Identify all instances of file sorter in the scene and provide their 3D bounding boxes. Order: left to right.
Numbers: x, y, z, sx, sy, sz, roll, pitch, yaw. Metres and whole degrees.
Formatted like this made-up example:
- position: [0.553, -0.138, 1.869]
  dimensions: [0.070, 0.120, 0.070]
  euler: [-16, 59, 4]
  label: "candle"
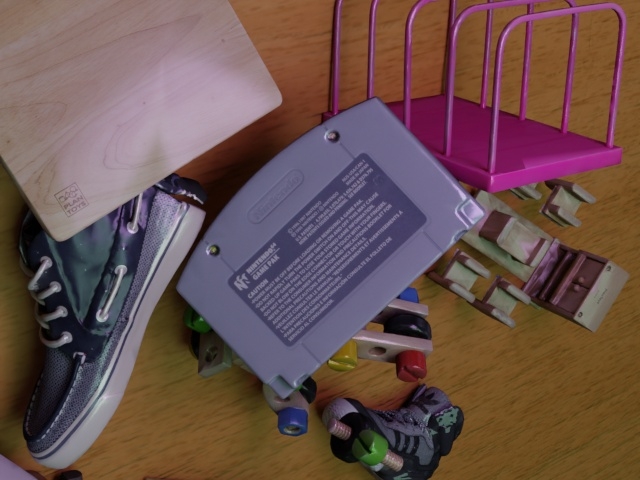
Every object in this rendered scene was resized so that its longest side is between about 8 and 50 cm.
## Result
- position: [0.169, -0.193, 1.225]
  dimensions: [0.202, 0.291, 0.182]
  euler: [-14, 116, -33]
  label: "file sorter"

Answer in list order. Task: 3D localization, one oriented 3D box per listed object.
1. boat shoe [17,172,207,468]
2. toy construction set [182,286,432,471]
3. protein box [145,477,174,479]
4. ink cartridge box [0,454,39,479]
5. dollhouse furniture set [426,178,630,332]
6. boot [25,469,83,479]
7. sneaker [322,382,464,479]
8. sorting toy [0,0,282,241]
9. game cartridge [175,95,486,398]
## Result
- position: [-0.263, 0.061, 1.132]
  dimensions: [0.158, 0.127, 0.340]
  euler: [28, 85, -36]
  label: "boat shoe"
- position: [-0.016, 0.076, 1.280]
  dimensions: [0.237, 0.257, 0.309]
  euler: [33, 68, -31]
  label: "toy construction set"
- position: [-0.146, 0.425, 1.378]
  dimensions: [0.201, 0.136, 0.200]
  euler: [16, 101, -42]
  label: "protein box"
- position: [-0.376, 0.380, 1.106]
  dimensions: [0.285, 0.166, 0.395]
  euler: [-41, 139, -6]
  label: "ink cartridge box"
- position: [0.288, 0.014, 1.553]
  dimensions: [0.242, 0.161, 0.212]
  euler: [33, 89, -21]
  label: "dollhouse furniture set"
- position: [-0.322, 0.307, 1.247]
  dimensions: [0.118, 0.042, 0.087]
  euler: [3, 114, -36]
  label: "boot"
- position: [0.108, 0.253, 1.525]
  dimensions: [0.153, 0.101, 0.268]
  euler: [-48, 138, -10]
  label: "sneaker"
- position: [-0.212, -0.173, 1.017]
  dimensions: [0.257, 0.089, 0.255]
  euler: [-35, 104, -19]
  label: "sorting toy"
- position: [0.000, 0.000, 1.141]
  dimensions: [0.294, 0.060, 0.196]
  euler: [-43, 94, 9]
  label: "game cartridge"
